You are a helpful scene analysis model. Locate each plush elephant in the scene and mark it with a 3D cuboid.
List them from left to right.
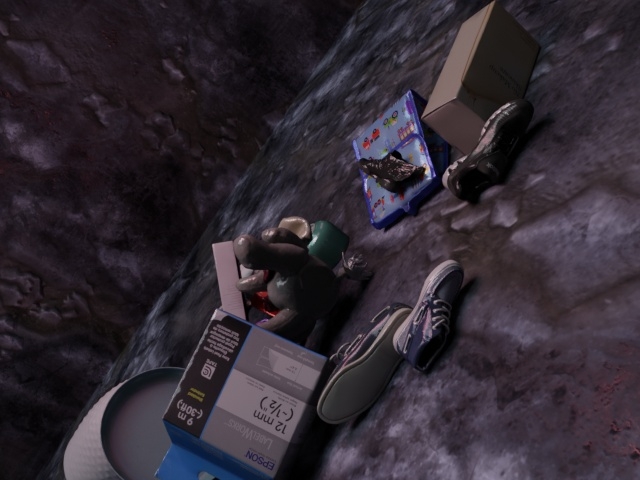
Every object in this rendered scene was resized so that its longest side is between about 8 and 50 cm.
[{"bbox_3d":[-0.081,0.091,1.485,0.329,0.272,0.255,-15,9,-26],"label":"plush elephant"}]

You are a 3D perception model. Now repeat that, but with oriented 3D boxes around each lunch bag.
[{"bbox_3d":[0.203,-0.173,1.535,0.221,0.138,0.293,-38,40,38],"label":"lunch bag"}]

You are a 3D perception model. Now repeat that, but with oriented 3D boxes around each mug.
[{"bbox_3d":[-0.463,0.508,1.725,0.374,0.276,0.328,-16,-30,-52],"label":"mug"},{"bbox_3d":[-0.004,0.008,1.721,0.129,0.097,0.158,-54,19,2],"label":"mug"}]

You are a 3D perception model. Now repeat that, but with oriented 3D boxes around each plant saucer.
[{"bbox_3d":[-0.360,0.453,1.517,0.044,0.317,0.318,115,174,-46],"label":"plant saucer"}]

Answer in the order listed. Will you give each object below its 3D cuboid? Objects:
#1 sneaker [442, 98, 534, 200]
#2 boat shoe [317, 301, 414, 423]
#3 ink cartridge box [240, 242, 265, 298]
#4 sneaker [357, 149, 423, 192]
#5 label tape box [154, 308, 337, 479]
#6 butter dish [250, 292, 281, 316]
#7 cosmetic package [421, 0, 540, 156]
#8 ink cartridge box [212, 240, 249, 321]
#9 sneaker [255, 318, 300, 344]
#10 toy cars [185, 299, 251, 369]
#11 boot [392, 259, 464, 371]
[{"bbox_3d":[0.335,-0.165,1.236,0.234,0.078,0.106,-50,21,24],"label":"sneaker"},{"bbox_3d":[0.081,0.216,1.154,0.255,0.095,0.079,-54,20,-2],"label":"boat shoe"},{"bbox_3d":[-0.157,0.105,1.885,0.172,0.100,0.237,-59,26,-11],"label":"ink cartridge box"},{"bbox_3d":[0.157,-0.172,1.464,0.170,0.051,0.089,47,119,41],"label":"sneaker"},{"bbox_3d":[-0.155,0.340,1.216,0.348,0.249,0.115,-64,-17,-13],"label":"label tape box"},{"bbox_3d":[-0.108,0.113,1.679,0.160,0.118,0.160,21,71,30],"label":"butter dish"},{"bbox_3d":[0.351,-0.345,1.374,0.113,0.160,0.310,-25,35,55],"label":"cosmetic package"},{"bbox_3d":[-0.231,0.181,1.721,0.165,0.065,0.333,100,161,-75],"label":"ink cartridge box"},{"bbox_3d":[-0.134,0.244,1.617,0.236,0.104,0.095,-24,38,62],"label":"sneaker"},{"bbox_3d":[-0.338,0.327,2.001,0.394,0.087,0.176,-60,19,-16],"label":"toy cars"},{"bbox_3d":[0.200,0.129,1.079,0.190,0.069,0.086,-61,25,6],"label":"boot"}]
